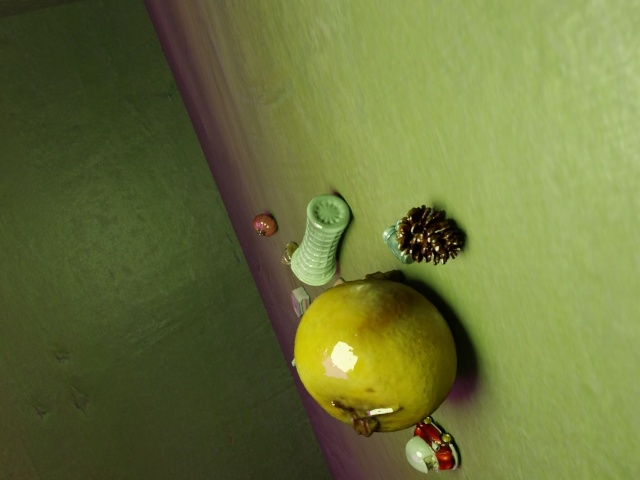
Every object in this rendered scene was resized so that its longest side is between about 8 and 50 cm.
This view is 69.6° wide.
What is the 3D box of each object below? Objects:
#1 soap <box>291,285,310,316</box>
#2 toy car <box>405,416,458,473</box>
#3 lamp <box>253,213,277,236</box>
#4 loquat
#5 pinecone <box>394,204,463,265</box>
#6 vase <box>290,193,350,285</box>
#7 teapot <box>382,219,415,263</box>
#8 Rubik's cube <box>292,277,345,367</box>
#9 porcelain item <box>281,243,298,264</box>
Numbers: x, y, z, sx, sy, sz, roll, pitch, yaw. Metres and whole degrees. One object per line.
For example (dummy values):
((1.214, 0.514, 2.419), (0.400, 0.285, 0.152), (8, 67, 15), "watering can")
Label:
((-0.085, 0.267, 1.989), (0.100, 0.056, 0.149), (55, 159, 41), "soap")
((0.269, 0.531, 1.175), (0.139, 0.112, 0.112), (40, 149, 54), "toy car")
((-0.234, -0.064, 1.946), (0.107, 0.092, 0.107), (23, 152, 14), "lamp")
((0.113, 0.210, 0.953), (0.328, 0.328, 0.360), (89, -164, -51), "loquat")
((0.188, -0.005, 0.790), (0.109, 0.102, 0.102), (31, 150, 16), "pinecone")
((0.000, 0.000, 1.271), (0.143, 0.143, 0.299), (59, 159, 23), "vase")
((0.162, 0.003, 0.927), (0.083, 0.049, 0.064), (53, 158, 39), "teapot")
((0.086, 0.282, 1.353), (0.228, 0.233, 0.228), (27, 108, 8), "Rubik's cube")
((-0.126, 0.066, 1.858), (0.084, 0.054, 0.213), (67, 164, 5), "porcelain item")
